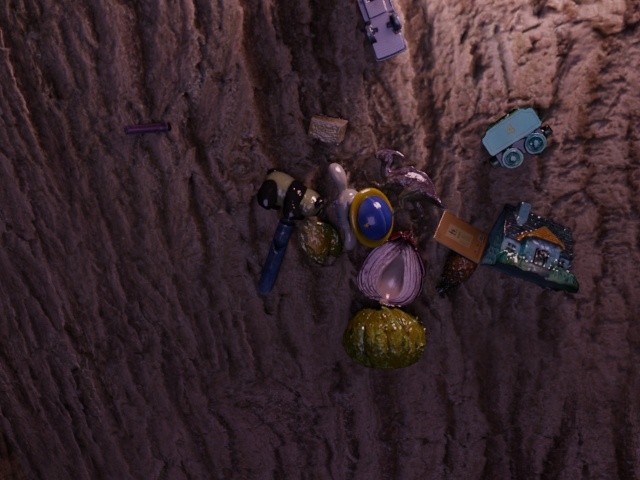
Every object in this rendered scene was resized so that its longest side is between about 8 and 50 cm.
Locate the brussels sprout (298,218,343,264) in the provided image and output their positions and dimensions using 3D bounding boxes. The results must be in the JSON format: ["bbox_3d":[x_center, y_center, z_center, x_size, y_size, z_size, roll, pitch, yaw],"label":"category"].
[{"bbox_3d":[-0.001,-0.002,1.727,0.139,0.100,0.181,-40,98,11],"label":"brussels sprout"}]

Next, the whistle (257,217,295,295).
[{"bbox_3d":[-0.166,0.064,1.802,0.062,0.062,0.305,22,113,2],"label":"whistle"}]

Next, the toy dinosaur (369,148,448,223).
[{"bbox_3d":[0.276,-0.172,1.616,0.294,0.077,0.162,37,120,-2],"label":"toy dinosaur"}]

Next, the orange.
[{"bbox_3d":[0.216,0.333,1.714,0.299,0.301,0.224,-5,82,17],"label":"orange"}]

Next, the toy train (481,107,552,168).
[{"bbox_3d":[0.590,-0.311,1.489,0.197,0.107,0.154,-33,94,21],"label":"toy train"}]

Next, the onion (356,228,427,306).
[{"bbox_3d":[0.257,0.083,1.694,0.226,0.120,0.284,21,107,2],"label":"onion"}]

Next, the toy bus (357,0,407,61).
[{"bbox_3d":[0.153,-0.689,1.406,0.108,0.136,0.330,-18,106,15],"label":"toy bus"}]

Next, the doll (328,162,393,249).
[{"bbox_3d":[0.133,-0.121,1.614,0.159,0.242,0.311,-24,103,-12],"label":"doll"}]

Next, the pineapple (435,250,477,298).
[{"bbox_3d":[0.457,0.124,1.685,0.108,0.108,0.198,25,119,1],"label":"pineapple"}]

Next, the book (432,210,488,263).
[{"bbox_3d":[0.467,-0.012,1.631,0.172,0.118,0.012,29,154,0],"label":"book"}]

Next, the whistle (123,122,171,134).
[{"bbox_3d":[-0.610,-0.394,1.725,0.176,0.033,0.033,-1,111,12],"label":"whistle"}]

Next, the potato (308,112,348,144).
[{"bbox_3d":[0.021,-0.363,1.601,0.122,0.061,0.086,15,115,6],"label":"potato"}]

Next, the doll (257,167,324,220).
[{"bbox_3d":[-0.100,-0.143,1.666,0.234,0.143,0.135,27,99,5],"label":"doll"}]

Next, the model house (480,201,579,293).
[{"bbox_3d":[0.693,0.015,1.553,0.261,0.226,0.241,21,84,1],"label":"model house"}]
